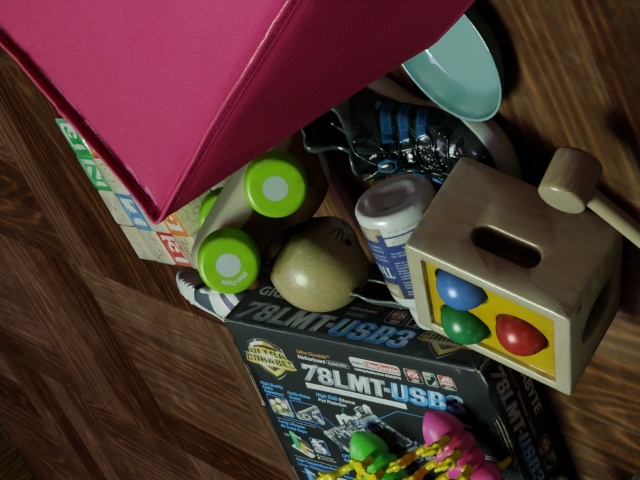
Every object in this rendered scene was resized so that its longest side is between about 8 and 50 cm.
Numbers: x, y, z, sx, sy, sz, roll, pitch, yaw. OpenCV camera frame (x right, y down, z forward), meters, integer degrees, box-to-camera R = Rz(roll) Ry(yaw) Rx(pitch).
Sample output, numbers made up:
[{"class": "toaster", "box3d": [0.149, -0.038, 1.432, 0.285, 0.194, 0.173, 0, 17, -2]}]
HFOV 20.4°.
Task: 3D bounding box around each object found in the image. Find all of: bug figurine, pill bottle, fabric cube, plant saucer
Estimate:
[{"class": "bug figurine", "box3d": [0.119, 0.241, 1.507, 0.216, 0.072, 0.279, 53, 149, -6]}, {"class": "pill bottle", "box3d": [0.079, 0.011, 1.434, 0.067, 0.067, 0.120, 21, 143, 53]}, {"class": "fabric cube", "box3d": [-0.042, -0.215, 0.990, 0.259, 0.258, 0.254, 49, 142, 7]}, {"class": "plant saucer", "box3d": [0.090, -0.138, 1.241, 0.119, 0.021, 0.119, 43, 157, 23]}]

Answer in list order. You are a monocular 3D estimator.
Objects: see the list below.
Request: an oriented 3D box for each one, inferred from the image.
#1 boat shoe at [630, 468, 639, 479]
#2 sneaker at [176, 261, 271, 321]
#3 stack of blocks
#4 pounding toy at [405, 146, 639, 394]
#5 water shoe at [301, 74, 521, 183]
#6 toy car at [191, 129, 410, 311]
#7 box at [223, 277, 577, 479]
[{"class": "boat shoe", "box3d": [0.310, 0.313, 1.366, 0.130, 0.132, 0.355, 6, 130, 61]}, {"class": "sneaker", "box3d": [-0.049, 0.093, 1.778, 0.235, 0.094, 0.153, 6, 123, 48]}, {"class": "stack of blocks", "box3d": [-0.183, -0.119, 1.719, 0.171, 0.087, 0.297, 9, 133, 60]}, {"class": "pounding toy", "box3d": [0.154, 0.022, 1.214, 0.181, 0.094, 0.206, 25, 158, 20]}, {"class": "water shoe", "box3d": [0.063, -0.066, 1.326, 0.203, 0.080, 0.073, 27, 148, 46]}, {"class": "toy car", "box3d": [0.000, 0.000, 1.504, 0.188, 0.149, 0.155, 29, -166, -12]}, {"class": "box", "box3d": [0.084, 0.181, 1.601, 0.295, 0.073, 0.293, 7, 132, 40]}]
